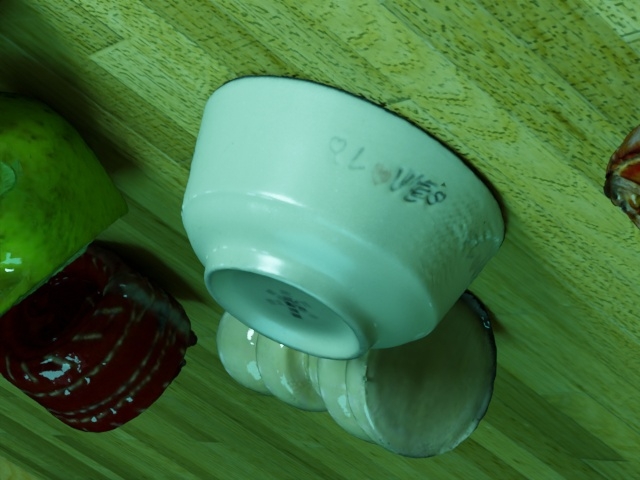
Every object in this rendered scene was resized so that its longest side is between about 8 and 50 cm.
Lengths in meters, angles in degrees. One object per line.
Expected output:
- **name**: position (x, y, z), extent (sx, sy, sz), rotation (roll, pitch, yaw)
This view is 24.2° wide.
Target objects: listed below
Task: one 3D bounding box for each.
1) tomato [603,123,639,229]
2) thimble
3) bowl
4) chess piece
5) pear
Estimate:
- **tomato**: position (0.238, -0.028, 0.789), extent (0.156, 0.069, 0.155), rotation (28, 159, 12)
- **thimble**: position (-0.234, 0.096, 1.480), extent (0.190, 0.163, 0.125), rotation (3, 148, 44)
- **bowl**: position (0.000, 0.000, 1.053), extent (0.238, 0.126, 0.237), rotation (22, 157, 10)
- **chess piece**: position (0.013, 0.096, 1.262), extent (0.143, 0.142, 0.261), rotation (40, 160, -32)
- **pear**: position (-0.302, -0.008, 1.206), extent (0.176, 0.286, 0.282), rotation (50, 155, -7)
